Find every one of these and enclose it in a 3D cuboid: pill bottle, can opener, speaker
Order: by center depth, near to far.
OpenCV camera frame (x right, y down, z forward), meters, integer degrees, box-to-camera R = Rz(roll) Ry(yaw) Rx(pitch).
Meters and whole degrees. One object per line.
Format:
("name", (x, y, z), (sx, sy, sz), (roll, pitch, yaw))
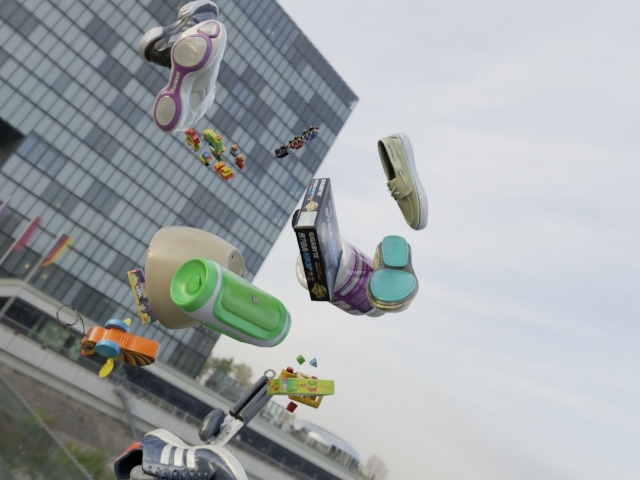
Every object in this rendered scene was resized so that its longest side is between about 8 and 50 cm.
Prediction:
("speaker", (-0.192, 0.146, 1.279), (0.131, 0.131, 0.296), (12, -17, 40))
("pill bottle", (0.081, 0.108, 1.557), (0.169, 0.169, 0.301), (11, -16, 42))
("can opener", (-0.238, 0.490, 1.674), (0.075, 0.283, 0.095), (10, -50, 40))

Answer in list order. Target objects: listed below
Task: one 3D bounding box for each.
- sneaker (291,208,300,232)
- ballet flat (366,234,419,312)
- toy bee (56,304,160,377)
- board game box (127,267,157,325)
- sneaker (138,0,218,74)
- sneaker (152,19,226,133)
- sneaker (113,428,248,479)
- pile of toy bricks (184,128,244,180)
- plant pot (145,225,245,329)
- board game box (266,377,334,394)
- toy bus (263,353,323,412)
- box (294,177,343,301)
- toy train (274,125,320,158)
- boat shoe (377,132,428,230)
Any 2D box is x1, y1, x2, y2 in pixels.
("sneaker", (0.013, 0.011, 1.879), (0.124, 0.283, 0.107), (4, -39, -38))
("ballet flat", (0.174, 0.105, 1.378), (0.123, 0.349, 0.123), (4, -64, 7))
("toy bee", (-0.639, 0.299, 1.709), (0.298, 0.195, 0.162), (42, -50, -3))
("board game box", (-0.555, 0.178, 1.783), (0.141, 0.048, 0.171), (156, -83, -70))
("sneaker", (-0.345, -0.537, 1.545), (0.153, 0.268, 0.101), (41, -26, 10))
("sneaker", (-0.322, -0.417, 1.463), (0.114, 0.305, 0.152), (36, 17, 13))
("sneaker", (-0.307, 0.509, 1.216), (0.349, 0.131, 0.148), (-3, 10, 39))
("pile of toy bricks", (-0.329, -0.298, 1.801), (0.212, 0.118, 0.105), (45, -27, 17))
("plant pot", (-0.313, 0.095, 1.540), (0.190, 0.284, 0.284), (-4, -29, 14))
("board game box", (-0.058, 0.436, 1.691), (0.181, 0.043, 0.092), (10, -23, -28))
("toy bus", (-0.081, 0.535, 2.076), (0.104, 0.202, 0.191), (-144, -149, -79))
("box", (0.000, 0.000, 1.268), (0.051, 0.175, 0.220), (0, -50, 14))
("toy train", (-0.064, -0.269, 1.577), (0.158, 0.036, 0.027), (-27, -23, 31))
("boat shoe", (0.241, -0.171, 1.713), (0.109, 0.094, 0.303), (154, -77, -69))
